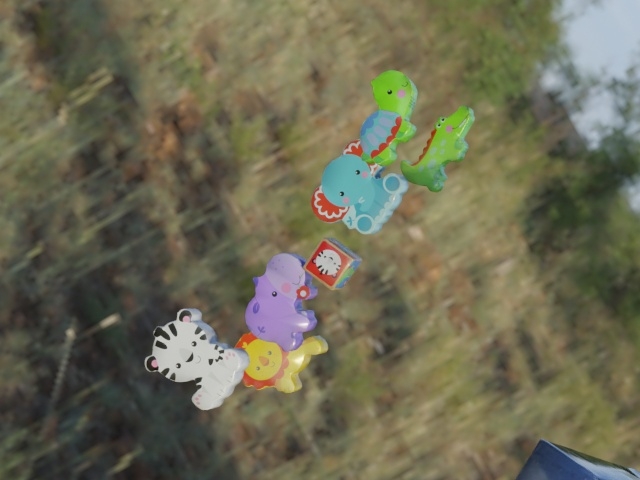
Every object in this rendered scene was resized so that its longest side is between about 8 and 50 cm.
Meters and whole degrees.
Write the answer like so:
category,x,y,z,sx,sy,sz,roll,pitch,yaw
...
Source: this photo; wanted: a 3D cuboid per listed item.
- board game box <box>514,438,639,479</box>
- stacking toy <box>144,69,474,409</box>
category,x,y,z,sx,sy,sz,roll,pitch,yaw
board game box,0.110,0.238,0.904,0.042,0.243,0.165,34,5,32
stacking toy,0.000,0.000,0.884,0.052,0.221,0.167,37,8,13
